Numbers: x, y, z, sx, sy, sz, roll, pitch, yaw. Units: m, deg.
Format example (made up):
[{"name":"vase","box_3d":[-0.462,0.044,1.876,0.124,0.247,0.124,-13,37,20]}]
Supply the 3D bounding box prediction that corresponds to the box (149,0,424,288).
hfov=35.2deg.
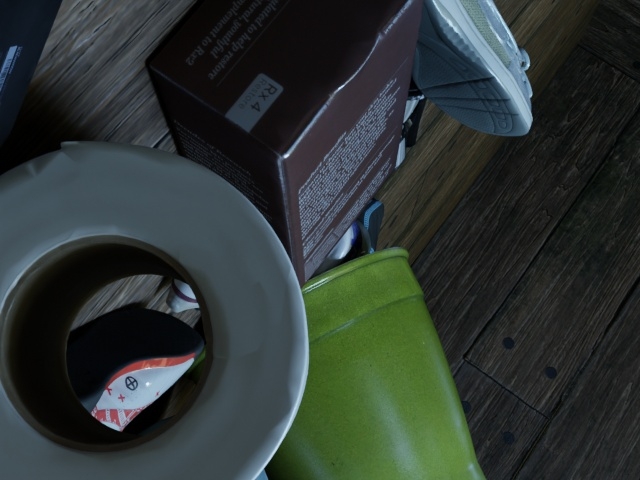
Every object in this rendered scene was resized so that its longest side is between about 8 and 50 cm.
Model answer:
[{"name":"box","box_3d":[-0.022,-0.107,0.934,0.191,0.143,0.381,-52,170,-15]}]

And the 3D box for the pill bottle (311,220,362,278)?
[{"name":"pill bottle","box_3d":[0.000,0.000,1.413,0.112,0.112,0.186,-56,169,3]}]

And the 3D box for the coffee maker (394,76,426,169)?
[{"name":"coffee maker","box_3d":[0.086,-0.189,1.196,0.171,0.120,0.178,-51,169,-22]}]

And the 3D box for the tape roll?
[{"name":"tape roll","box_3d":[-0.129,0.072,0.678,0.246,0.246,0.169,-54,175,-8]}]

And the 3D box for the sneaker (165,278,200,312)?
[{"name":"sneaker","box_3d":[-0.118,0.040,1.168,0.084,0.069,0.185,-49,165,14]}]

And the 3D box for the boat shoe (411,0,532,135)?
[{"name":"boat shoe","box_3d":[0.136,-0.224,1.017,0.320,0.118,0.103,45,68,-37]}]

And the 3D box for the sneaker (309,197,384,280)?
[{"name":"sneaker","box_3d":[0.027,0.068,1.707,0.140,0.125,0.341,-51,172,-44]}]

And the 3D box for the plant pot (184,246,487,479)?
[{"name":"plant pot","box_3d":[0.051,0.252,1.422,0.366,0.353,0.366,-29,168,-7]}]

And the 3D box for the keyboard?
[{"name":"keyboard","box_3d":[-0.192,-0.090,0.554,0.180,0.023,0.108,-61,174,24]}]

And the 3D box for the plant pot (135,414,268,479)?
[{"name":"plant pot","box_3d":[-0.206,0.384,1.335,0.196,0.293,0.293,-13,144,-34]}]

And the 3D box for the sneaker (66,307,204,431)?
[{"name":"sneaker","box_3d":[-0.219,0.162,0.983,0.145,0.090,0.270,-63,167,19]}]
